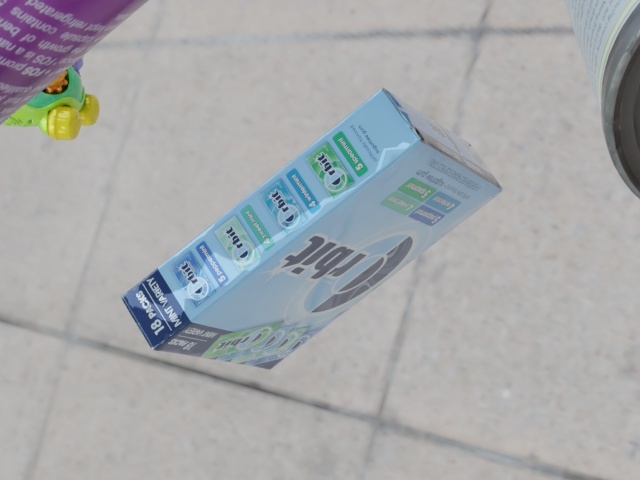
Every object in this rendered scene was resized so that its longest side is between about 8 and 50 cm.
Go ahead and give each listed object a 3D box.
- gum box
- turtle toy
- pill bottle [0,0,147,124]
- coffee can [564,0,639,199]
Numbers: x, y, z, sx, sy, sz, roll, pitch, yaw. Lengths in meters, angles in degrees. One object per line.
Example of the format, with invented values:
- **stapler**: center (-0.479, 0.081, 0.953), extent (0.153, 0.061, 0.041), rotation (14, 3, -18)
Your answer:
- **gum box**: center (0.000, 0.000, 0.955), extent (0.184, 0.157, 0.041), rotation (-39, 70, 13)
- **turtle toy**: center (-0.210, -0.118, 1.239), extent (0.130, 0.095, 0.066), rotation (-61, -23, -71)
- **pill bottle**: center (-0.167, -0.139, 0.741), extent (0.301, 0.169, 0.169), rotation (-36, 45, 21)
- **coffee can**: center (0.240, -0.169, 1.006), extent (0.201, 0.201, 0.275), rotation (-47, 32, 30)
